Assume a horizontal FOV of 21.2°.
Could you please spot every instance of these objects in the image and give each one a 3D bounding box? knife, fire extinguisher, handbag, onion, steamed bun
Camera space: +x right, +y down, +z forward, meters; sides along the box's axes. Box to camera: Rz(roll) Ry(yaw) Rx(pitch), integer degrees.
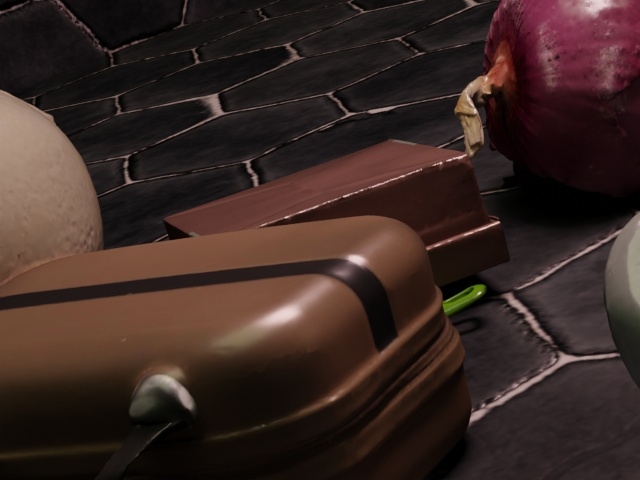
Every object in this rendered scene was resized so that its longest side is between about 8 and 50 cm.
[{"bbox_3d":[0.035,0.063,1.158,0.166,0.022,0.078,-18,13,-2],"label":"knife"},{"bbox_3d":[0.187,-0.073,1.450,0.056,0.039,0.132,-20,14,19],"label":"fire extinguisher"},{"bbox_3d":[-0.093,0.100,0.948,0.302,0.149,0.283,-5,21,29],"label":"handbag"},{"bbox_3d":[0.214,-0.144,1.352,0.200,0.200,0.207,-11,10,18],"label":"onion"},{"bbox_3d":[-0.262,0.039,1.166,0.283,0.283,0.177,-29,64,-37],"label":"steamed bun"}]

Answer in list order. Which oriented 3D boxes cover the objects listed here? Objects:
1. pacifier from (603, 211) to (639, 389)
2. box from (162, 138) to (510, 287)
[{"bbox_3d":[0.163,0.082,0.654,0.279,0.207,0.227,-19,-1,-11],"label":"pacifier"},{"bbox_3d":[0.000,0.000,1.260,0.215,0.086,0.215,-20,10,-11],"label":"box"}]
